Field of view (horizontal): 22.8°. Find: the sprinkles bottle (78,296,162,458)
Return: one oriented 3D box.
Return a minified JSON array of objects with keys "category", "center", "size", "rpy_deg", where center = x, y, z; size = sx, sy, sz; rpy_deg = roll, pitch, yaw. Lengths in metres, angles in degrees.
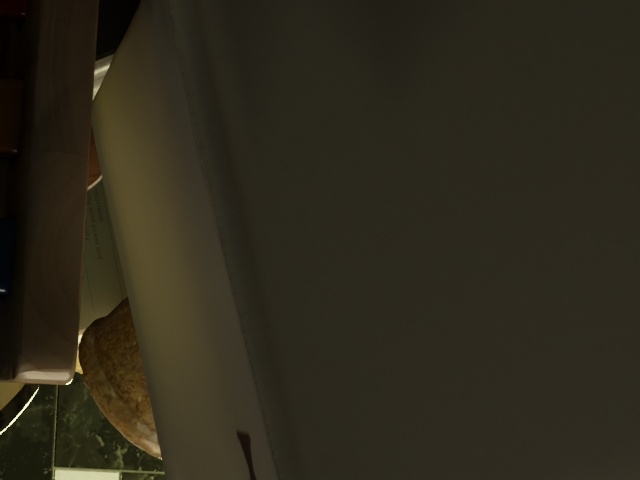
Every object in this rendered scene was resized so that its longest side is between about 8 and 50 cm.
[{"category":"sprinkles bottle","center":[0.000,0.000,1.037],"size":[0.355,0.121,0.121],"rpy_deg":[-41,169,20]}]

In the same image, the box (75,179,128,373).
[{"category":"box","center":[-0.056,-0.019,1.252],"size":[0.345,0.168,0.215],"rpy_deg":[-12,169,0]}]

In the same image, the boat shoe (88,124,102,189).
[{"category":"boat shoe","center":[-0.238,-0.027,0.893],"size":[0.324,0.122,0.120],"rpy_deg":[-13,-175,29]}]

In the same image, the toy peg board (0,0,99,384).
[{"category":"toy peg board","center":[-0.116,-0.043,0.436],"size":[0.079,0.161,0.161],"rpy_deg":[5,174,-19]}]

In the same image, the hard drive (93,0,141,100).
[{"category":"hard drive","center":[0.052,-0.118,0.593],"size":[0.237,0.064,0.339],"rpy_deg":[-12,179,-42]}]

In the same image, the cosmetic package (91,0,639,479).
[{"category":"cosmetic package","center":[0.171,-0.028,0.502],"size":[0.453,0.161,0.230],"rpy_deg":[-12,179,-14]}]

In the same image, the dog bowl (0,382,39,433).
[{"category":"dog bowl","center":[-0.418,0.080,1.170],"size":[0.408,0.150,0.408],"rpy_deg":[-11,-161,4]}]
